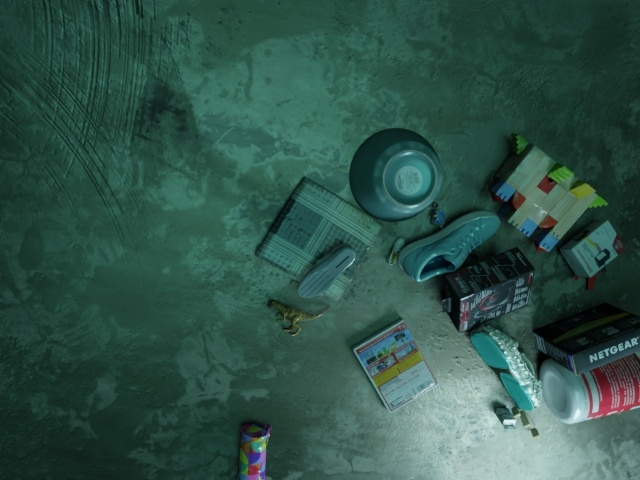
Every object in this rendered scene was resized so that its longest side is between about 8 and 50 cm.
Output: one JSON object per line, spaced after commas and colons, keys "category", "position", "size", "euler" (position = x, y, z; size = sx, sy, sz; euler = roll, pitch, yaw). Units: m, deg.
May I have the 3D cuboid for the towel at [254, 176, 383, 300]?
{"category": "towel", "position": [0.000, 0.000, 1.762], "size": [0.324, 0.056, 0.312], "euler": [32, 91, -11]}

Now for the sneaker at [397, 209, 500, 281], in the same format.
{"category": "sneaker", "position": [0.444, 0.036, 1.764], "size": [0.366, 0.150, 0.135], "euler": [-28, 131, 2]}

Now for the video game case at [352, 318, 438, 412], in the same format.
{"category": "video game case", "position": [0.264, 0.441, 1.885], "size": [0.204, 0.025, 0.285], "euler": [-30, 103, -3]}

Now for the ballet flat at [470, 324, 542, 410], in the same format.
{"category": "ballet flat", "position": [0.664, 0.424, 1.903], "size": [0.147, 0.147, 0.409], "euler": [-36, 109, -2]}

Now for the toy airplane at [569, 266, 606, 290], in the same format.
{"category": "toy airplane", "position": [0.962, 0.107, 1.937], "size": [0.151, 0.028, 0.151], "euler": [-1, 98, -9]}

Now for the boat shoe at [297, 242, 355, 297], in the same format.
{"category": "boat shoe", "position": [0.019, 0.095, 1.713], "size": [0.226, 0.076, 0.083], "euler": [-37, 113, 10]}

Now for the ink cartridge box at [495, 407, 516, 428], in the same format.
{"category": "ink cartridge box", "position": [0.675, 0.646, 1.953], "size": [0.048, 0.083, 0.028], "euler": [2, 112, -9]}

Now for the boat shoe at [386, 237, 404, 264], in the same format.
{"category": "boat shoe", "position": [0.255, 0.037, 1.809], "size": [0.035, 0.035, 0.100], "euler": [30, 94, -12]}

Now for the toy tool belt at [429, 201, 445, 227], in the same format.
{"category": "toy tool belt", "position": [0.395, -0.086, 1.801], "size": [0.052, 0.051, 0.083], "euler": [-8, 101, -8]}

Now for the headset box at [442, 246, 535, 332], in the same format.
{"category": "headset box", "position": [0.542, 0.172, 1.788], "size": [0.293, 0.110, 0.218], "euler": [-21, 139, -5]}

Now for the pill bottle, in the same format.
{"category": "pill bottle", "position": [1.016, 0.493, 1.909], "size": [0.407, 0.229, 0.229], "euler": [-10, 101, -7]}

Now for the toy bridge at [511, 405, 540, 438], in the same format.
{"category": "toy bridge", "position": [0.748, 0.655, 1.974], "size": [0.026, 0.063, 0.188], "euler": [-32, 120, 21]}

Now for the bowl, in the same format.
{"category": "bowl", "position": [0.260, -0.203, 1.705], "size": [0.311, 0.163, 0.311], "euler": [-1, 99, -9]}

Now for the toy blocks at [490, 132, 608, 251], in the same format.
{"category": "toy blocks", "position": [0.713, -0.137, 1.797], "size": [0.381, 0.191, 0.261], "euler": [33, 104, -13]}

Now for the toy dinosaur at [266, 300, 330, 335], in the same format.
{"category": "toy dinosaur", "position": [-0.076, 0.255, 1.780], "size": [0.211, 0.064, 0.112], "euler": [15, 96, -11]}

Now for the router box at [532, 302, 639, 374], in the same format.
{"category": "router box", "position": [0.942, 0.333, 1.863], "size": [0.309, 0.243, 0.081], "euler": [-19, 102, -5]}

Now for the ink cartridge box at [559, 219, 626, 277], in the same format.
{"category": "ink cartridge box", "position": [0.952, 0.030, 1.883], "size": [0.175, 0.072, 0.127], "euler": [-37, 96, -8]}

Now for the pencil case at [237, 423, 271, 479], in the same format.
{"category": "pencil case", "position": [-0.227, 0.739, 1.823], "size": [0.104, 0.104, 0.236], "euler": [6, 100, -10]}
